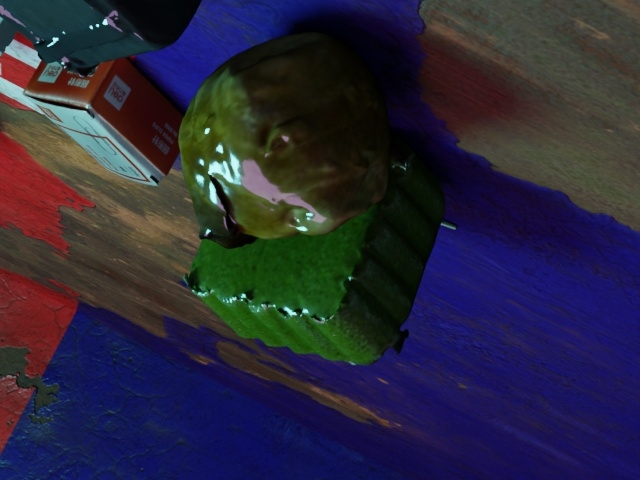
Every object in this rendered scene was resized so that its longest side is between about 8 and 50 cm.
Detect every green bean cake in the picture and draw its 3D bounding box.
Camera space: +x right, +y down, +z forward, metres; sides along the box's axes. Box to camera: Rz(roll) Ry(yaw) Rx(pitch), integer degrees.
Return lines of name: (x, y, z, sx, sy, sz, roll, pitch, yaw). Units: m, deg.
green bean cake: (0.000, 0.000, 1.858, 0.247, 0.250, 0.156, 10, 158, 34)

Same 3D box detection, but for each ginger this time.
ginger: (-0.025, -0.112, 1.666, 0.223, 0.200, 0.269, -15, -172, 25)

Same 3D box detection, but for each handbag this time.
handbag: (-0.241, -0.283, 1.499, 0.254, 0.181, 0.181, 38, 153, -32)

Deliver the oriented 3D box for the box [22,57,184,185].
box: (-0.271, -0.162, 2.040, 0.133, 0.099, 0.182, 15, 160, 37)

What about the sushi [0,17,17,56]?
sushi: (-0.565, -0.211, 1.869, 0.343, 0.359, 0.064, 26, -155, -30)

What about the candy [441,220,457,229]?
candy: (0.083, -0.044, 1.999, 0.185, 0.049, 0.055, 19, -167, 2)
